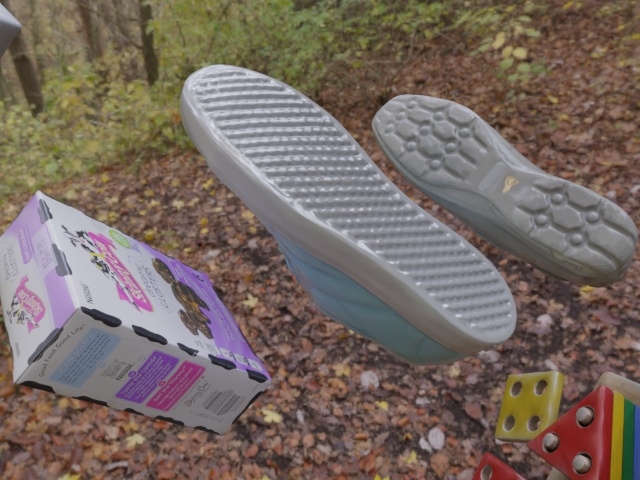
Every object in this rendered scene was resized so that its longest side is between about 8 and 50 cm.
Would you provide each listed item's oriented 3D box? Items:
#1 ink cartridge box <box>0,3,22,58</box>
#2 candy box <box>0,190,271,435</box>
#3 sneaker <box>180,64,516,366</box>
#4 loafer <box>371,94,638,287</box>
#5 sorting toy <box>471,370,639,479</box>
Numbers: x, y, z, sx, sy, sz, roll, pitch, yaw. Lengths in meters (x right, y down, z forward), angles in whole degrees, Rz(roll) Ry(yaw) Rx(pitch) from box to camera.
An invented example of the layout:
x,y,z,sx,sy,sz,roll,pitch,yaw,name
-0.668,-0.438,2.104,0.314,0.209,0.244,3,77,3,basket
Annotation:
x,y,z,sx,sy,sz,roll,pitch,yaw,name
-0.491,-0.311,0.588,0.275,0.060,0.239,44,14,6,ink cartridge box
-0.157,0.064,0.489,0.070,0.196,0.165,-49,46,6,candy box
0.000,0.000,0.551,0.366,0.150,0.135,43,45,-2,sneaker
0.185,-0.055,0.643,0.112,0.111,0.319,-45,61,-3,loafer
0.138,0.132,0.278,0.046,0.132,0.274,30,-2,-14,sorting toy
